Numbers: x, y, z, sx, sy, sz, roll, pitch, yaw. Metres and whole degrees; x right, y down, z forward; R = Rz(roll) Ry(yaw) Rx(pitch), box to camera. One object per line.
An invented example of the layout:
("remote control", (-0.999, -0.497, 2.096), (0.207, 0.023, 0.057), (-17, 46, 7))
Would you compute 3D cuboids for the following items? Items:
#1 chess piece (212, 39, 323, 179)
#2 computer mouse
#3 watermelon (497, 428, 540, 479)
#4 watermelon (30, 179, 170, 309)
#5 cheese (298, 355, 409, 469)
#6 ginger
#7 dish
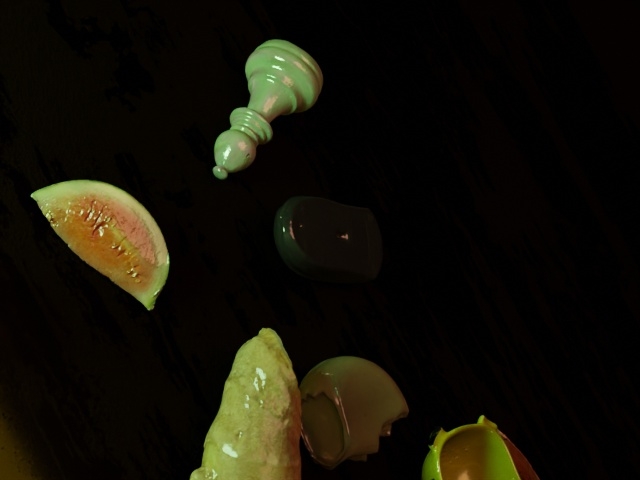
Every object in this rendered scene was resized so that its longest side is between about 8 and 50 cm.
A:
("chess piece", (-0.110, -0.204, 2.062), (0.139, 0.139, 0.271), (43, 57, -20))
("computer mouse", (0.000, 0.000, 2.068), (0.270, 0.086, 0.137), (11, 70, -50))
("watermelon", (0.326, 0.409, 2.186), (0.069, 0.087, 0.163), (-41, 99, -16))
("watermelon", (-0.310, -0.009, 1.798), (0.245, 0.063, 0.119), (47, 57, -16))
("cheese", (0.057, 0.272, 1.975), (0.202, 0.091, 0.175), (-1, 71, -44))
("ginger", (-0.092, 0.299, 1.778), (0.190, 0.126, 0.354), (14, 65, -18))
("dish", (0.242, 0.439, 2.054), (0.221, 0.108, 0.262), (-7, 75, -46))
